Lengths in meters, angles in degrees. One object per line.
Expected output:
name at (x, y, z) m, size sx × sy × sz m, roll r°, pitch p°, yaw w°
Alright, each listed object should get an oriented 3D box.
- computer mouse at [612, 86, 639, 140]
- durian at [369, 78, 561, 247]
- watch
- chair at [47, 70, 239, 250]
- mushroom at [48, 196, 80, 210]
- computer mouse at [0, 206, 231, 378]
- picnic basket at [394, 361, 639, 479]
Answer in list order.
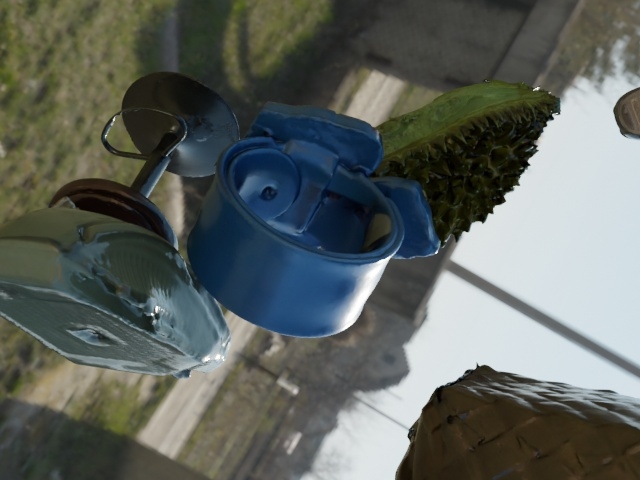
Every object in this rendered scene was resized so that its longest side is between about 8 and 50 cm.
computer mouse at (0.389, -0.149, 1.184) m, size 0.096 × 0.066 × 0.039 m, roll -16°, pitch 167°, yaw 1°
durian at (0.164, -0.104, 1.445) m, size 0.394 × 0.163 × 0.198 m, roll -28°, pitch -155°, yaw 19°
watch at (0.000, 0.000, 1.247) m, size 0.274 × 0.305 × 0.241 m, roll -76°, pitch -172°, yaw -57°
chair at (-0.295, -0.080, 1.669) m, size 0.401 × 0.226 × 0.227 m, roll -71°, pitch -175°, yaw -46°
mushroom at (-0.359, 0.043, 1.476) m, size 0.156 × 0.151 × 0.285 m, roll -64°, pitch -167°, yaw -21°
computer mouse at (-0.262, 0.060, 1.252) m, size 0.429 × 0.228 × 0.146 m, roll 49°, pitch 41°, yaw -57°
picnic basket at (0.233, 0.302, 0.987) m, size 0.337 × 0.337 × 0.293 m, roll -61°, pitch 163°, yaw 10°
